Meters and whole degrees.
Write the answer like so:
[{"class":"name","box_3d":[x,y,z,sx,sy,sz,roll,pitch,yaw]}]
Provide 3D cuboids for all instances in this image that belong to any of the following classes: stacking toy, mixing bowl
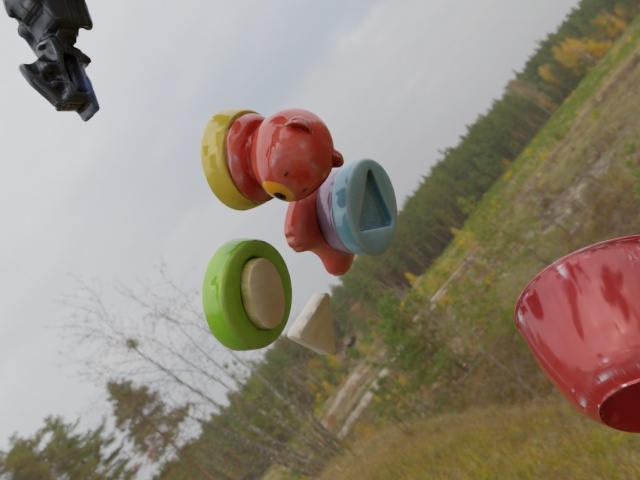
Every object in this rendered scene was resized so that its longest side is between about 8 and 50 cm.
[{"class":"stacking toy","box_3d":[0.000,0.000,0.751,0.309,0.131,0.279,22,-112,-52]},{"class":"mixing bowl","box_3d":[0.259,0.091,0.503,0.181,0.182,0.098,-54,23,41]}]

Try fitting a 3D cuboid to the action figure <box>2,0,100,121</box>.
[{"class":"action figure","box_3d":[-0.235,-0.271,0.458,0.179,0.341,0.330,-24,1,30]}]
